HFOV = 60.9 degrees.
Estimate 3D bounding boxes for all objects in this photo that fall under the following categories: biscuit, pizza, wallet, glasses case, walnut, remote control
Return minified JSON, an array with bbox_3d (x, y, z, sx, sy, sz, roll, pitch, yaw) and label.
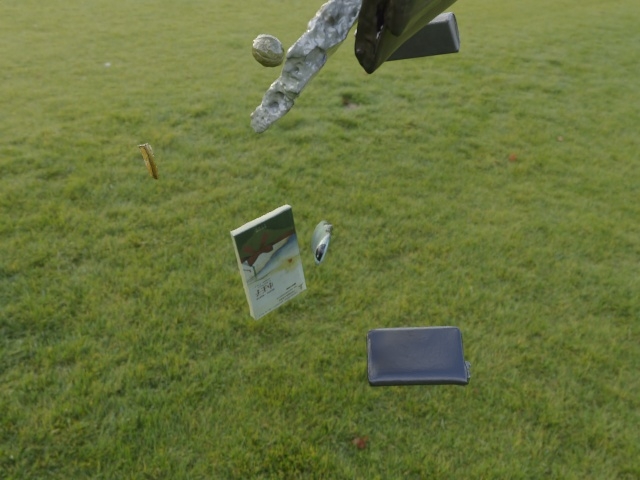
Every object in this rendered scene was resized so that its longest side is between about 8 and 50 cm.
[{"bbox_3d":[0.001,-0.223,0.613,0.040,0.265,0.188,37,29,-10],"label":"biscuit"},{"bbox_3d":[-0.463,-0.231,1.460,0.026,0.123,0.109,-25,54,-22],"label":"pizza"},{"bbox_3d":[0.235,0.281,1.325,0.249,0.044,0.149,-4,62,6],"label":"wallet"},{"bbox_3d":[0.159,-0.373,1.011,0.190,0.072,0.042,3,46,29],"label":"glasses case"},{"bbox_3d":[-0.134,-0.488,1.403,0.092,0.092,0.092,3,33,-2],"label":"walnut"},{"bbox_3d":[0.124,-0.283,0.527,0.049,0.182,0.229,37,58,14],"label":"wallet"},{"bbox_3d":[0.002,0.001,1.405,0.045,0.098,0.256,19,9,-5],"label":"remote control"}]

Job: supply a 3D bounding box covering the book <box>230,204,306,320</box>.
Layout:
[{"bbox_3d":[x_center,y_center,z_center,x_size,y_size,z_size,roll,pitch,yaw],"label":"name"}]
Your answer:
[{"bbox_3d":[-0.140,0.063,1.542,0.201,0.290,0.026,-30,35,-30],"label":"book"}]
